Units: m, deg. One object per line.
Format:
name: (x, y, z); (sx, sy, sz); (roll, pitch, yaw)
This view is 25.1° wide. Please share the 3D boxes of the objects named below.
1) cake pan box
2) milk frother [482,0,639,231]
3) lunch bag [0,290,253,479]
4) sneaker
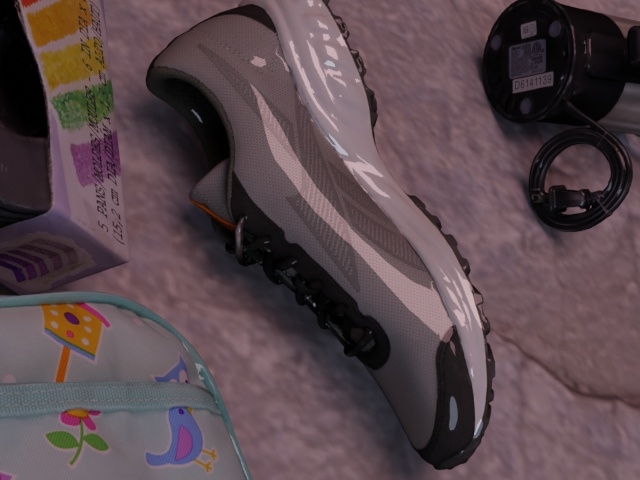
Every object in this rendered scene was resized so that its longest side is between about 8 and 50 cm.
cake pan box: (-0.177, -0.130, 0.617); (0.246, 0.070, 0.267); (44, 32, -55)
milk frother: (0.192, -0.080, 0.953); (0.135, 0.129, 0.143); (3, 102, -36)
lunch bag: (-0.133, 0.120, 0.501); (0.279, 0.108, 0.224); (7, 57, -52)
sneaker: (0.000, 0.000, 0.747); (0.108, 0.100, 0.271); (-25, 80, -20)
